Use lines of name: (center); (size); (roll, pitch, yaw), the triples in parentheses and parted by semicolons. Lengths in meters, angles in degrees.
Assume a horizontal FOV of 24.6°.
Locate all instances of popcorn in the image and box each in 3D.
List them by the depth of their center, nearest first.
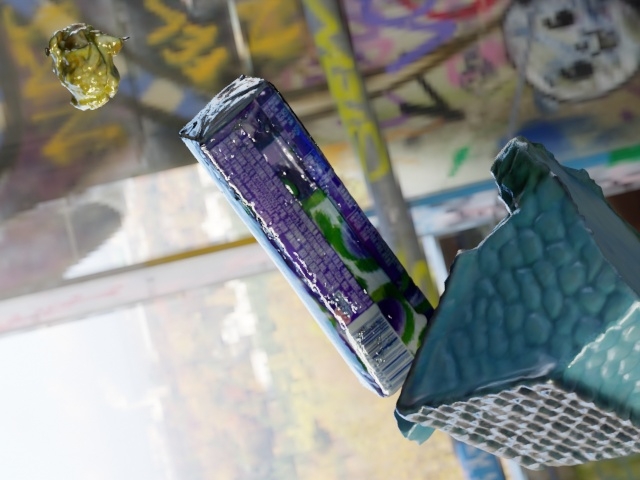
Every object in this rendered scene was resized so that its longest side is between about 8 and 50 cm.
popcorn: (-0.213, -0.171, 1.380); (0.084, 0.084, 0.084); (167, 90, -81)

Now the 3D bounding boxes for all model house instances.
model house: (0.190, 0.087, 1.252); (0.261, 0.241, 0.226); (30, -159, -46)

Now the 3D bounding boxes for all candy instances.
candy: (0.000, 0.000, 1.267); (0.312, 0.088, 0.061); (55, 167, -26)
